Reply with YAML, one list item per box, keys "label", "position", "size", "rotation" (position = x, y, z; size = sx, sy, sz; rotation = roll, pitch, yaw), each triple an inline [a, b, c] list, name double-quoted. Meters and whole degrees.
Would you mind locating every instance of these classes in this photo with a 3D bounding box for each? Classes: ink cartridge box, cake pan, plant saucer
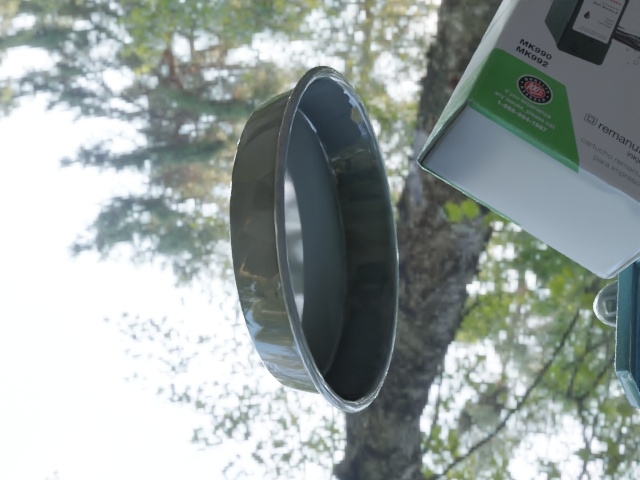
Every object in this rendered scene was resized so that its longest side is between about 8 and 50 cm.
- label: "ink cartridge box"
  position: [0.250, -0.146, 1.008]
  size: [0.211, 0.121, 0.289]
  rotation: [30, -121, -2]
- label: "cake pan"
  position: [0.000, 0.000, 0.929]
  size: [0.054, 0.293, 0.293]
  rotation: [-5, -153, 21]
- label: "plant saucer"
  position: [0.305, 0.073, 1.058]
  size: [0.018, 0.067, 0.192]
  rotation: [-10, -140, 28]

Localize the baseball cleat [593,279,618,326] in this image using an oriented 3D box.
- label: "baseball cleat"
  position: [0.403, 0.049, 1.197]
  size: [0.205, 0.072, 0.109]
  rotation: [-9, 176, 11]
